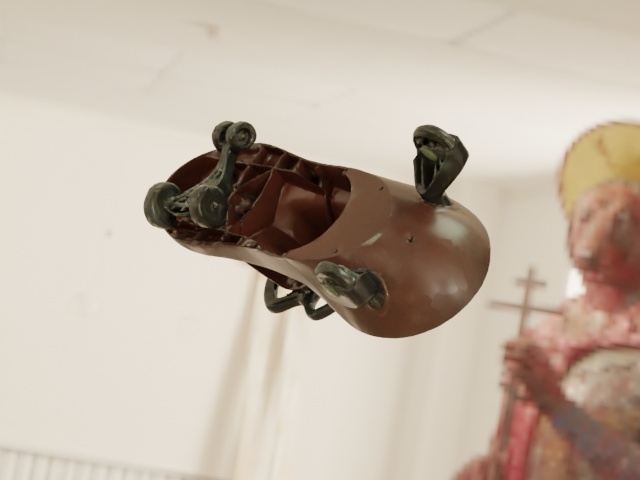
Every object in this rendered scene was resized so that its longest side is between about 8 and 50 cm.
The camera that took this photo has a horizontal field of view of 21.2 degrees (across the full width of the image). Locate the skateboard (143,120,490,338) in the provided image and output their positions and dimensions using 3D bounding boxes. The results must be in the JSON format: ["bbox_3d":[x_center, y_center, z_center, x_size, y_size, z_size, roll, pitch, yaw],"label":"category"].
[{"bbox_3d":[0.000,0.000,0.609,0.151,0.067,0.080,15,-28,50],"label":"skateboard"}]
